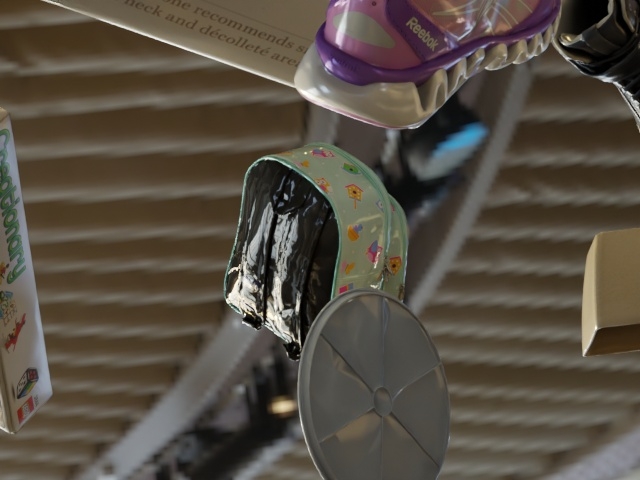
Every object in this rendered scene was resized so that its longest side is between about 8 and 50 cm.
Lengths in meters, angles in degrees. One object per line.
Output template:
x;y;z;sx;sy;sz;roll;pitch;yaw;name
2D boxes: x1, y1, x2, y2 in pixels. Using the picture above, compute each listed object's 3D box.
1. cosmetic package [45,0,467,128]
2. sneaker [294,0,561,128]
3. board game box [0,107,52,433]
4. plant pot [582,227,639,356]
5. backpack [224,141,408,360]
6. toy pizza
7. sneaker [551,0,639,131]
0.029;-0.347;1.328;0.329;0.327;0.394;19;-39;-24;cosmetic package
0.075;-0.150;1.098;0.095;0.236;0.104;22;-57;22;sneaker
-0.293;-0.008;1.375;0.193;0.053;0.305;27;-37;20;board game box
0.296;0.044;1.805;0.109;0.096;0.109;-7;-18;-1;plant pot
0.000;0.000;1.879;0.144;0.166;0.188;-21;-51;-32;backpack
0.043;0.141;1.685;0.032;0.201;0.201;-12;-23;40;toy pizza
0.283;-0.136;1.695;0.086;0.226;0.163;-36;-21;21;sneaker
